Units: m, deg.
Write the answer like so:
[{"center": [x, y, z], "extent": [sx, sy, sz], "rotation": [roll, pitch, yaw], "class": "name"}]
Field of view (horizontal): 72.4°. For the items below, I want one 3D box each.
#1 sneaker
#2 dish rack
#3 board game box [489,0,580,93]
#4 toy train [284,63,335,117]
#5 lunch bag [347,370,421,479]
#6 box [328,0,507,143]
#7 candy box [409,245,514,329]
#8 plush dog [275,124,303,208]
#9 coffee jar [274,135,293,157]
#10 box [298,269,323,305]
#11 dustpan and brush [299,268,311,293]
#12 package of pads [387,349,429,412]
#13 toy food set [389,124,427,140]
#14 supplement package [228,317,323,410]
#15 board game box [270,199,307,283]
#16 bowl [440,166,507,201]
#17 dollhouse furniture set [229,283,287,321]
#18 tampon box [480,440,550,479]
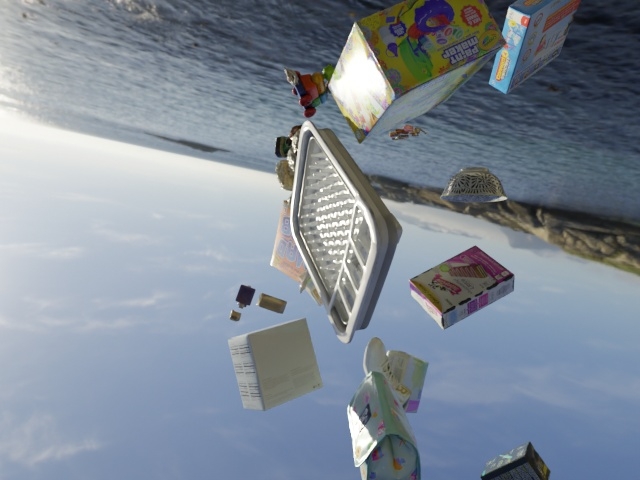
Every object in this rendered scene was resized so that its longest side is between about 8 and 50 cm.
[{"center": [0.244, 0.477, 1.517], "extent": [0.169, 0.293, 0.108], "rotation": [18, -143, 40], "class": "sneaker"}, {"center": [0.034, -0.023, 0.772], "extent": [0.072, 0.286, 0.333], "rotation": [-10, -134, -20], "class": "dish rack"}, {"center": [0.755, -0.726, 1.531], "extent": [0.086, 0.308, 0.302], "rotation": [45, 162, 28], "class": "board game box"}, {"center": [-0.016, -0.470, 1.281], "extent": [0.143, 0.105, 0.248], "rotation": [-26, 171, 3], "class": "toy train"}, {"center": [0.156, 0.491, 1.082], "extent": [0.160, 0.263, 0.223], "rotation": [-9, -159, 2], "class": "lunch bag"}, {"center": [0.206, -0.403, 1.019], "extent": [0.289, 0.177, 0.279], "rotation": [-28, 179, -13], "class": "box"}, {"center": [0.387, 0.124, 1.211], "extent": [0.233, 0.071, 0.159], "rotation": [-27, -141, -10], "class": "candy box"}, {"center": [-0.026, -0.228, 1.315], "extent": [0.210, 0.226, 0.262], "rotation": [-16, -137, -8], "class": "plush dog"}, {"center": [-0.114, -0.420, 1.952], "extent": [0.184, 0.096, 0.079], "rotation": [0, 159, 14], "class": "coffee jar"}, {"center": [0.032, 0.144, 1.747], "extent": [0.114, 0.203, 0.103], "rotation": [42, 165, 48], "class": "box"}, {"center": [-0.033, 0.109, 1.606], "extent": [0.060, 0.147, 0.211], "rotation": [4, -131, 7], "class": "dustpan and brush"}, {"center": [0.338, 0.573, 1.777], "extent": [0.101, 0.229, 0.296], "rotation": [9, 167, 33], "class": "package of pads"}, {"center": [0.269, -0.343, 1.381], "extent": [0.122, 0.019, 0.078], "rotation": [-1, 172, 39], "class": "toy food set"}, {"center": [-0.131, 0.349, 1.250], "extent": [0.194, 0.203, 0.149], "rotation": [-9, 170, -36], "class": "supplement package"}, {"center": [0.013, 0.017, 2.251], "extent": [0.356, 0.357, 0.356], "rotation": [4, -167, -39], "class": "board game box"}, {"center": [0.408, -0.150, 1.167], "extent": [0.170, 0.080, 0.170], "rotation": [2, 178, 0], "class": "bowl"}, {"center": [-0.143, 0.152, 1.028], "extent": [0.114, 0.091, 0.081], "rotation": [20, -171, -6], "class": "dollhouse furniture set"}, {"center": [0.590, 0.707, 1.322], "extent": [0.120, 0.161, 0.101], "rotation": [1, -128, -58], "class": "tampon box"}]
